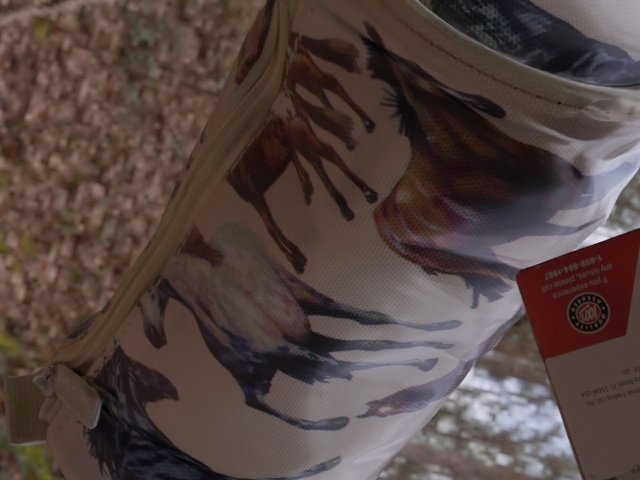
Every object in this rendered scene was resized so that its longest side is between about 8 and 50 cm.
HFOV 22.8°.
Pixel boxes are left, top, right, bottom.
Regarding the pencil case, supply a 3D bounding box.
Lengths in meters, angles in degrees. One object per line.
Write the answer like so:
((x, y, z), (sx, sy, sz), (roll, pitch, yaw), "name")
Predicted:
((0.000, 0.000, 0.678), (0.410, 0.184, 0.159), (-56, -137, 48), "pencil case")

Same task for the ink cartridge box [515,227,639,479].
((0.132, 0.056, 0.490), (0.099, 0.056, 0.135), (-22, -96, 41), "ink cartridge box")
